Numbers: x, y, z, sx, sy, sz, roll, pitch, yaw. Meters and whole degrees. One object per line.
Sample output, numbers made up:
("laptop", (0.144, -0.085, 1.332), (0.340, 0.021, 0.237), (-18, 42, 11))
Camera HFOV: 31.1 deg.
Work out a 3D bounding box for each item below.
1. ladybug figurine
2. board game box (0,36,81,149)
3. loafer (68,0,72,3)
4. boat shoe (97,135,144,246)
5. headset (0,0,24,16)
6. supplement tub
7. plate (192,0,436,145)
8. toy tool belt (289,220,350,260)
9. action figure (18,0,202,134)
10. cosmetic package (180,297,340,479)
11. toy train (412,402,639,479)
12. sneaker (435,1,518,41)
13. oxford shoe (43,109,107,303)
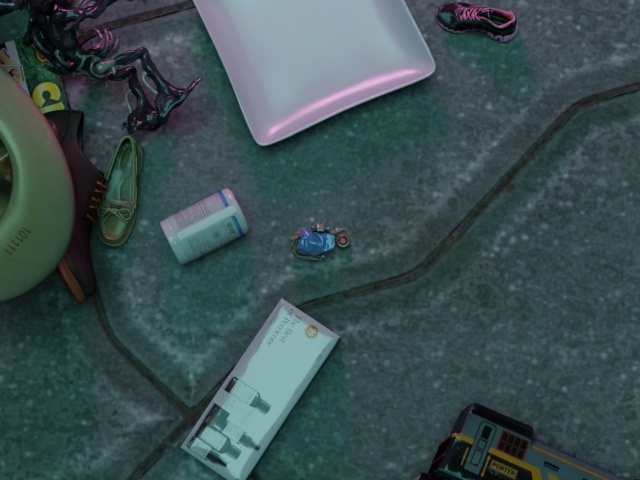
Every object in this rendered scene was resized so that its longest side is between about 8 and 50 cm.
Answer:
("ladybug figurine", (-0.495, -0.110, 1.380), (0.449, 0.162, 0.305), (41, 92, -10))
("board game box", (-0.413, -0.157, 1.620), (0.136, 0.030, 0.260), (-17, 80, -5))
("loafer", (-0.418, -0.455, 1.640), (0.102, 0.092, 0.268), (-21, 80, -3))
("boat shoe", (-0.278, -0.068, 1.592), (0.056, 0.048, 0.153), (13, 80, 3))
("headset", (-0.515, -0.286, 1.440), (0.394, 0.243, 0.185), (-16, 48, 22))
("supplement tub", (-0.157, -0.019, 1.573), (0.107, 0.071, 0.071), (-26, 81, -4))
("plate", (-0.015, -0.301, 1.636), (0.278, 0.045, 0.277), (-24, 80, -4))
("toy tool belt", (0.000, 0.000, 1.578), (0.083, 0.051, 0.052), (-2, 80, 0))
("action figure", (-0.301, -0.272, 1.571), (0.275, 0.164, 0.141), (41, 56, -10))
("cosmetic package", (-0.078, 0.203, 1.538), (0.099, 0.060, 0.239), (33, 82, 5))
("toy train", (0.281, 0.347, 1.478), (0.334, 0.142, 0.190), (23, 71, 4))
("sneaker", (0.224, -0.318, 1.632), (0.119, 0.057, 0.047), (10, 82, 3))
("oxford shoe", (-0.330, -0.052, 1.541), (0.098, 0.097, 0.271), (-15, 80, -8))
